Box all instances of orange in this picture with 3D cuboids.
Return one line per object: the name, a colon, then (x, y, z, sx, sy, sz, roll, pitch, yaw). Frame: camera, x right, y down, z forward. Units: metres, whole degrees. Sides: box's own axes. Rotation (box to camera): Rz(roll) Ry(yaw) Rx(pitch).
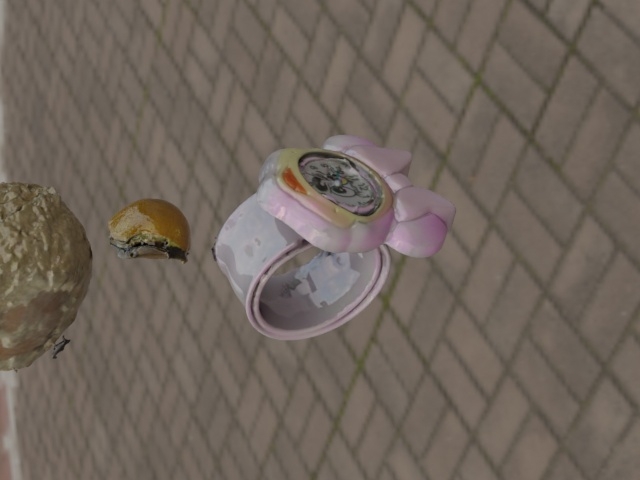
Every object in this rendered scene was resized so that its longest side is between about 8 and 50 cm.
orange: (-0.280, -0.015, 2.164, 0.169, 0.160, 0.112, 19, 98, 34)

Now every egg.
egg: (-0.472, 0.055, 1.848, 0.279, 0.310, 0.279, 58, -179, -1)

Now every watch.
watch: (0.000, 0.000, 1.583, 0.211, 0.248, 0.218, 57, 134, 37)
